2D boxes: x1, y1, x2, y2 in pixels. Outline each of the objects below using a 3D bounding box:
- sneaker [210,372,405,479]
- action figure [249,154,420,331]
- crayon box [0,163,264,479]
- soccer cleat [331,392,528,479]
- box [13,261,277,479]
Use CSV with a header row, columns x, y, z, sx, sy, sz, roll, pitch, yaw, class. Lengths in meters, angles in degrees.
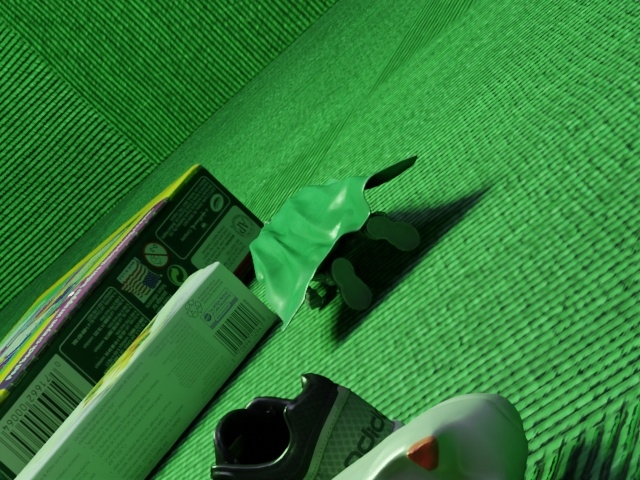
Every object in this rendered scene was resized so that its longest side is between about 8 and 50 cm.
x,y,z,sx,sy,sz,roll,pitch,yaw,class
-0.028,0.112,0.793,0.170,0.075,0.063,-38,13,39,sneaker
0.000,0.000,1.169,0.137,0.063,0.232,-49,14,-6,action figure
-0.235,0.134,1.481,0.313,0.106,0.363,-37,12,46,crayon box
0.004,0.128,0.655,0.196,0.068,0.076,-41,-4,20,soccer cleat
-0.155,0.151,1.196,0.324,0.067,0.063,-51,10,-25,box
